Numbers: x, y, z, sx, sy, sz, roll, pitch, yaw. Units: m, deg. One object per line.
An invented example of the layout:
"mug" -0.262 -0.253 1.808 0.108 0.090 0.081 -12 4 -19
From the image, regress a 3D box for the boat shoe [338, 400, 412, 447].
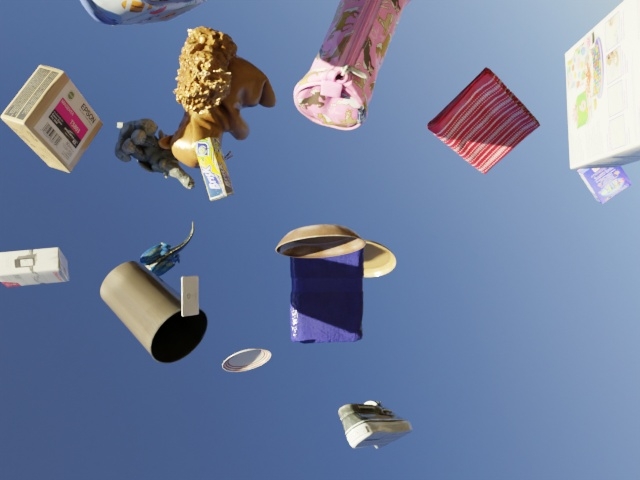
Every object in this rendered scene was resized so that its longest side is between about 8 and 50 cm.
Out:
"boat shoe" 0.160 0.502 1.545 0.335 0.121 0.119 36 -157 -57

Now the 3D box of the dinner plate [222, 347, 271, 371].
"dinner plate" -0.210 0.336 1.572 0.141 0.141 0.017 11 -134 -38

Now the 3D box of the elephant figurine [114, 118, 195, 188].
"elephant figurine" -0.532 -0.276 1.792 0.239 0.170 0.185 36 -132 -44

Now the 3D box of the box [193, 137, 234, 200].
"box" -0.298 -0.201 1.553 0.059 0.054 0.168 -34 -71 -73

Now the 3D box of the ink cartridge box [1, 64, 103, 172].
"ink cartridge box" -0.743 -0.336 1.554 0.088 0.234 0.193 18 -112 16

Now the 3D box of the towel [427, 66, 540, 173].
"towel" 0.418 -0.292 1.400 0.275 0.199 0.031 26 -150 -38

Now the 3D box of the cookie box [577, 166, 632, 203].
"cookie box" 0.755 -0.168 1.471 0.107 0.092 0.040 51 -170 -13

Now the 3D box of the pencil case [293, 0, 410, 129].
"pencil case" 0.079 -0.419 1.145 0.160 0.167 0.385 42 -118 -45

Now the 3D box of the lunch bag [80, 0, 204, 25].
"lunch bag" -0.288 -0.463 0.840 0.303 0.115 0.243 -70 -38 -63

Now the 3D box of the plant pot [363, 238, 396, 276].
"plant pot" 0.158 0.061 2.019 0.236 0.236 0.032 28 -128 -24

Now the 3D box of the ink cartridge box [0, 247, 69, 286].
"ink cartridge box" -0.731 0.069 1.407 0.151 0.109 0.063 -6 -109 -14

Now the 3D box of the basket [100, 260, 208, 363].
"basket" -0.409 0.162 1.333 0.227 0.204 0.154 36 -106 23

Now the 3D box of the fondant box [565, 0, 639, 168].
"fondant box" 0.533 -0.263 0.953 0.330 0.096 0.238 11 -104 -88

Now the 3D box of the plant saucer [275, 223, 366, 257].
"plant saucer" 0.000 0.000 1.215 0.199 0.199 0.036 7 -108 -40

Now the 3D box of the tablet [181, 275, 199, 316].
"tablet" -0.277 0.118 1.177 0.054 0.006 0.083 4 -96 -63

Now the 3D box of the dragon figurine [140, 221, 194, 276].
"dragon figurine" -0.490 0.061 1.674 0.085 0.289 0.144 56 180 -7

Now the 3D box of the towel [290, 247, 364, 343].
"towel" 0.019 0.154 1.679 0.228 0.076 0.307 0 -91 -8

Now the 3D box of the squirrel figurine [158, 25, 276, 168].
"squirrel figurine" -0.358 -0.427 1.705 0.281 0.397 0.370 20 -113 15
